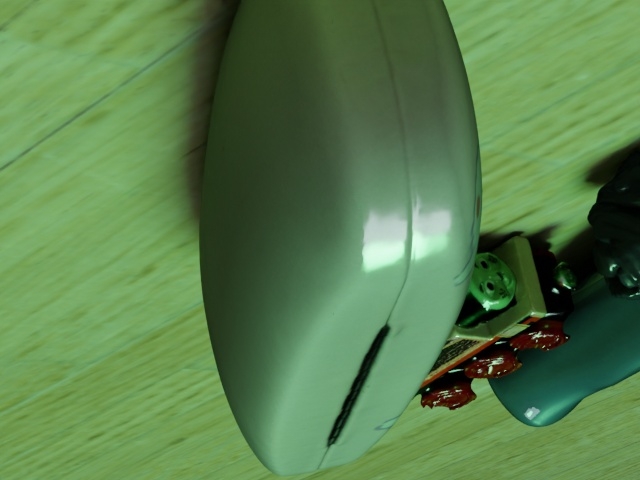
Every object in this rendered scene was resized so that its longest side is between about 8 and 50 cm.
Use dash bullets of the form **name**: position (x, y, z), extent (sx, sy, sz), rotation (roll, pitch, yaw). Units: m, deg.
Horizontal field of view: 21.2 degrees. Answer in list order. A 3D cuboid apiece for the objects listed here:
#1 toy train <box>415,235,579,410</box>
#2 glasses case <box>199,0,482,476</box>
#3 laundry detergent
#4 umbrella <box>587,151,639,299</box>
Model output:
- **toy train**: position (0.063, 0.042, 0.851), extent (0.087, 0.050, 0.138), rotation (8, 149, -36)
- **glasses case**: position (0.000, 0.000, 0.588), extent (0.075, 0.113, 0.297), rotation (-9, 161, -9)
- **laundry detergent**: position (0.148, 0.045, 0.895), extent (0.096, 0.061, 0.206), rotation (-39, 178, -35)
- **umbrella**: position (0.240, -0.029, 0.753), extent (0.248, 0.071, 0.071), rotation (-14, 161, 1)
